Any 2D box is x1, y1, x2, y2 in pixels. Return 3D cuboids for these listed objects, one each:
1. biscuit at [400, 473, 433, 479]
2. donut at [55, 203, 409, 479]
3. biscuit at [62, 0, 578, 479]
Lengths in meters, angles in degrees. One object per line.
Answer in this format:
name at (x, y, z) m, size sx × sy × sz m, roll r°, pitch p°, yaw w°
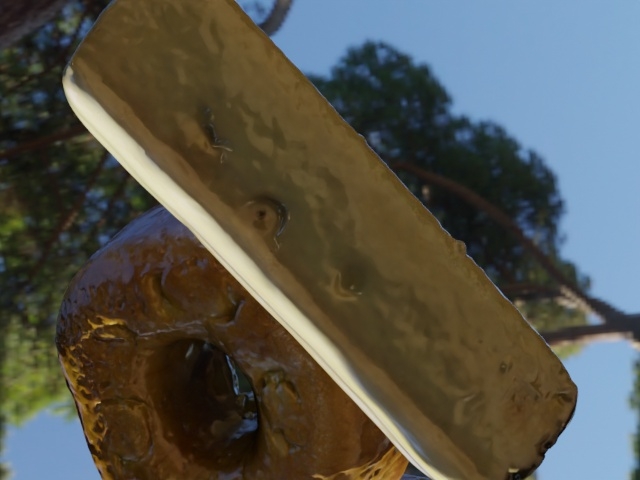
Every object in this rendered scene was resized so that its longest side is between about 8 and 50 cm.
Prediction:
biscuit at (0.119, 0.245, 1.088) m, size 0.381 × 0.359 × 0.074 m, roll 23°, pitch -104°, yaw -16°
donut at (-0.050, 0.080, 0.803) m, size 0.114 × 0.227 × 0.226 m, roll -34°, pitch -70°, yaw -58°
biscuit at (0.000, 0.000, 0.410) m, size 0.056 × 0.052 × 0.188 m, roll -44°, pitch -80°, yaw -7°
